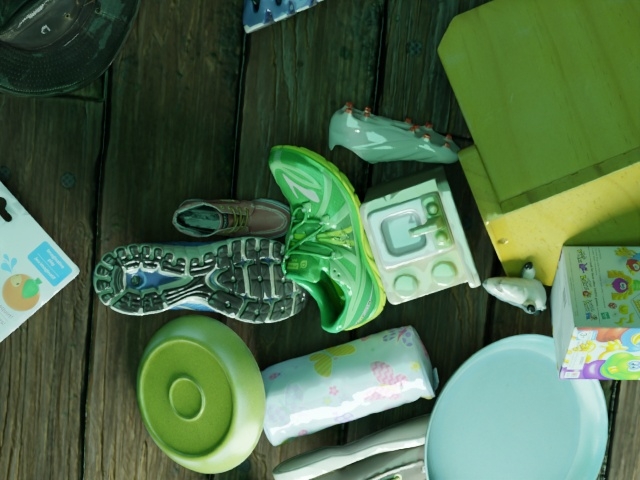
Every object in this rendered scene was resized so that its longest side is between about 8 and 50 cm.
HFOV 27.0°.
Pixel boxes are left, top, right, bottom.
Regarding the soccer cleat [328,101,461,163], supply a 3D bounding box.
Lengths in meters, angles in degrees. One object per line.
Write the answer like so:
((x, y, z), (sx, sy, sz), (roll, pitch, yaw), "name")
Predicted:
((0.107, -0.141, 1.941), (0.196, 0.068, 0.076), (17, 115, 2), "soccer cleat")

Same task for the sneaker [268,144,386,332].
((0.000, 0.000, 1.897), (0.123, 0.109, 0.295), (-36, 109, -35), "sneaker")

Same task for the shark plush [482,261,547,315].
((0.290, 0.074, 1.924), (0.067, 0.161, 0.073), (-8, 82, 24), "shark plush")

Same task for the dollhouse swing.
((0.367, -0.163, 1.906), (0.347, 0.315, 0.305), (-22, 56, 7), "dollhouse swing")

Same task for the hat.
((-0.414, -0.363, 1.900), (0.331, 0.134, 0.331), (0, 100, 3), "hat")

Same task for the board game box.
((0.475, 0.104, 1.877), (0.275, 0.144, 0.142), (0, 143, 0), "board game box")

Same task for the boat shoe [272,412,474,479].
((0.096, 0.337, 1.979), (0.324, 0.116, 0.096), (-17, 95, -3), "boat shoe")

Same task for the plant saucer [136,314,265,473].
((-0.189, 0.232, 1.976), (0.241, 0.037, 0.241), (5, 99, 32), "plant saucer")

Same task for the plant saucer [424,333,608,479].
((0.281, 0.290, 1.949), (0.318, 0.044, 0.317), (-4, 98, -26), "plant saucer")

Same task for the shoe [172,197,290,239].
((-0.128, -0.029, 1.962), (0.178, 0.081, 0.063), (4, 100, 3), "shoe")

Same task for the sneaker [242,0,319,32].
((0.002, -0.432, 1.862), (0.315, 0.127, 0.182), (-22, 100, 9), "sneaker")

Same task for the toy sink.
((0.137, -0.007, 1.871), (0.131, 0.234, 0.152), (-19, 99, 6), "toy sink")

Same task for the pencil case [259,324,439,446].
((0.035, 0.218, 1.978), (0.273, 0.113, 0.124), (-19, 116, 7), "pencil case")

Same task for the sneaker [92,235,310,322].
((-0.173, 0.047, 1.960), (0.330, 0.147, 0.129), (5, 96, -16), "sneaker")

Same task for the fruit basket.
((-0.595, 0.043, 1.967), (0.353, 0.165, 0.327), (-40, 95, 6), "fruit basket")
